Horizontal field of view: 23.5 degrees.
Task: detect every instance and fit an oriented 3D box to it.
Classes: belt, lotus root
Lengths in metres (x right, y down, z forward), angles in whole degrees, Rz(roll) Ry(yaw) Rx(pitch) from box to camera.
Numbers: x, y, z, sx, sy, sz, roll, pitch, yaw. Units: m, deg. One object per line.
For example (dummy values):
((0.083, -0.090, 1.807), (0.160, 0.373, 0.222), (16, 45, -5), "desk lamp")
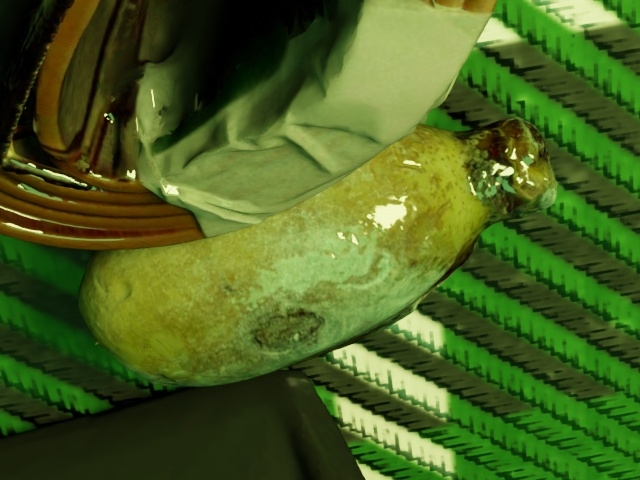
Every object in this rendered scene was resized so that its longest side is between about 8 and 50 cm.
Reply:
((-0.041, -0.093, 0.477), (0.184, 0.105, 0.261), (16, 144, -19), "belt")
((0.000, 0.000, 0.607), (0.192, 0.088, 0.113), (-24, 167, 11), "lotus root")

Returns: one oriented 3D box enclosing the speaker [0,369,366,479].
((-0.117, 0.202, 0.683), (0.388, 0.184, 0.180), (-16, 128, 4), "speaker")
